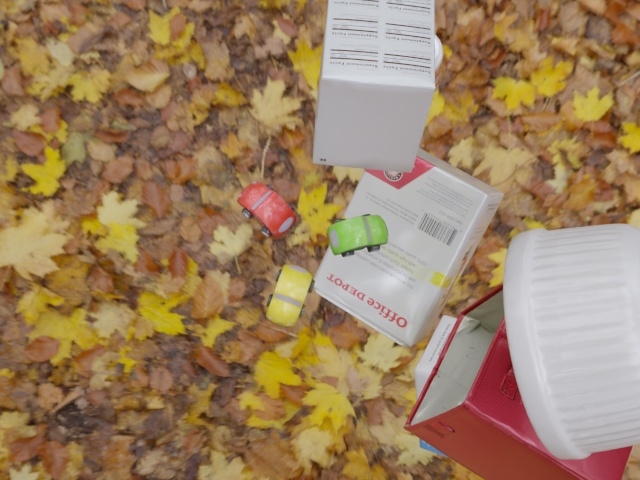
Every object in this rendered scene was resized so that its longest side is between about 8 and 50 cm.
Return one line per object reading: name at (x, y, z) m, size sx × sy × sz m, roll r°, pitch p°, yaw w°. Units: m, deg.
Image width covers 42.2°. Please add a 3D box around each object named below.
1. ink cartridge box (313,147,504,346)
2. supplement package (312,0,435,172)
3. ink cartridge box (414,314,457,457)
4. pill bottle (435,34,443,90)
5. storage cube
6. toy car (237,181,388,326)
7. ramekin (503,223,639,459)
ink cartridge box at (0.192, 0.001, 1.877) m, size 0.279 × 0.160 × 0.385 m, roll 31°, pitch 106°, yaw 19°
supplement package at (0.073, -0.236, 1.164) m, size 0.149 × 0.194 × 0.203 m, roll 5°, pitch 61°, yaw -2°
ink cartridge box at (0.405, 0.346, 1.670) m, size 0.395 × 0.285 × 0.166 m, roll 16°, pitch 49°, yaw 24°
pill bottle at (0.217, -0.390, 1.906) m, size 0.121 × 0.221 × 0.121 m, roll -1°, pitch 79°, yaw 6°
storage cube at (0.243, 0.180, 0.964) m, size 0.193 × 0.215 × 0.184 m, roll 33°, pitch 65°, yaw -2°
toy car at (0.000, 0.000, 1.305) m, size 0.225 × 0.053 × 0.239 m, roll -13°, pitch 81°, yaw -8°
ramekin at (0.248, 0.082, 0.726) m, size 0.109 × 0.207 × 0.207 m, roll -14°, pitch 78°, yaw 29°
